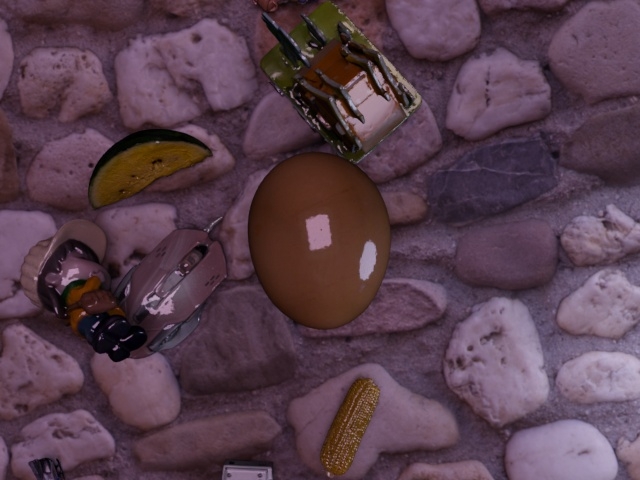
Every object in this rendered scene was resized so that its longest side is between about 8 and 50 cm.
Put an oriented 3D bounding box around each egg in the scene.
[{"bbox_3d":[0.000,0.000,1.711,0.301,0.301,0.373,-10,98,-1],"label":"egg"}]

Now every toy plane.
[{"bbox_3d":[-0.600,0.559,1.805,0.054,0.078,0.197,-13,103,-3],"label":"toy plane"}]

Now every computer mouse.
[{"bbox_3d":[-0.333,0.104,1.800,0.199,0.115,0.389,39,89,-3],"label":"computer mouse"}]

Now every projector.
[{"bbox_3d":[-0.164,0.573,1.816,0.115,0.061,0.147,3,89,-2],"label":"projector"}]

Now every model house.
[{"bbox_3d":[0.042,-0.375,1.717,0.242,0.313,0.357,-41,88,-4],"label":"model house"}]

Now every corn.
[{"bbox_3d":[0.064,0.416,1.813,0.080,0.080,0.238,23,86,0],"label":"corn"}]

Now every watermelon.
[{"bbox_3d":[-0.402,-0.174,1.817,0.301,0.123,0.129,-26,111,1],"label":"watermelon"}]

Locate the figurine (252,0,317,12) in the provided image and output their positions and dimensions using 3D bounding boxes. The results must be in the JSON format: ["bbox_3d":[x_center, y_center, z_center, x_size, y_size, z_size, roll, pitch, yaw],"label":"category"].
[{"bbox_3d":[-0.081,-0.575,1.816,0.157,0.114,0.126,-12,71,1],"label":"figurine"}]

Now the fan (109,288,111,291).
[{"bbox_3d":[-0.516,0.122,1.845,0.083,0.004,0.055,14,92,7],"label":"fan"}]

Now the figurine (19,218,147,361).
[{"bbox_3d":[-0.513,0.123,1.711,0.205,0.185,0.332,-32,55,4],"label":"figurine"}]
